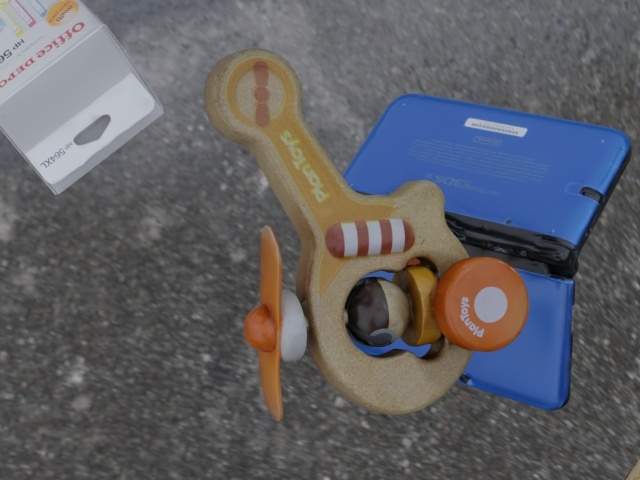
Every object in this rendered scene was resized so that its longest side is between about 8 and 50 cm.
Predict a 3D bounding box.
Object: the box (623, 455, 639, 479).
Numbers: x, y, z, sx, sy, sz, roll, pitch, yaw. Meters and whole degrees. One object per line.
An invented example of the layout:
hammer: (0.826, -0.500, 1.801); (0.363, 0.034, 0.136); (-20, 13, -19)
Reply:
box: (0.375, 0.258, 1.407); (0.021, 0.164, 0.201); (37, 97, 41)

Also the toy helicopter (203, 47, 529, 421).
toy helicopter: (0.000, 0.000, 1.146); (0.235, 0.140, 0.355); (-35, 101, -15)

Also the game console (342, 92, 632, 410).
game console: (0.167, 0.003, 1.401); (0.293, 0.173, 0.250); (15, 59, 34)

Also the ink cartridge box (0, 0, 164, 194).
ink cartridge box: (-0.176, -0.109, 0.842); (0.092, 0.090, 0.143); (-40, 52, -6)
